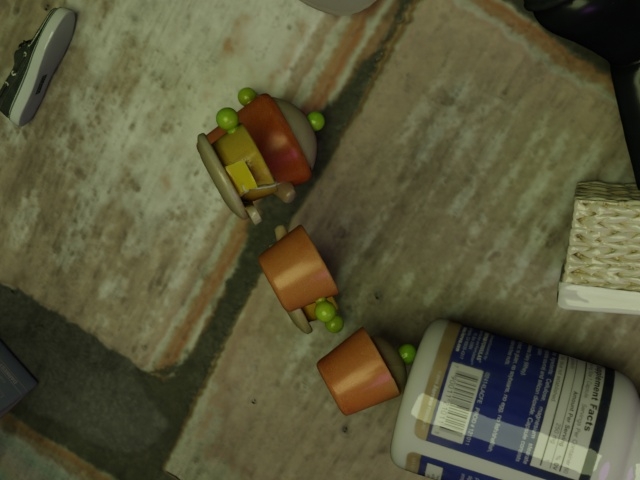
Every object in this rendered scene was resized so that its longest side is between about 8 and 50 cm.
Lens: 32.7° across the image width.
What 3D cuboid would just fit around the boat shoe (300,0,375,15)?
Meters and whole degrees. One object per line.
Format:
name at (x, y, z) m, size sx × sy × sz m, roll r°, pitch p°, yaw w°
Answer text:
boat shoe at (-0.054, -0.369, 0.998) m, size 0.127 × 0.158 × 0.340 m, roll -31°, pitch 123°, yaw 16°

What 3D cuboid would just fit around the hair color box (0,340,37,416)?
hair color box at (-0.473, 0.225, 1.123) m, size 0.185 × 0.374 × 0.113 m, roll -41°, pitch 91°, yaw 21°

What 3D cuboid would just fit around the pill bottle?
pill bottle at (0.211, 0.181, 1.042) m, size 0.264 × 0.153 × 0.153 m, roll 17°, pitch 108°, yaw 11°

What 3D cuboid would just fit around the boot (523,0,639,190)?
boot at (0.269, -0.134, 0.902) m, size 0.094 × 0.246 × 0.207 m, roll -10°, pitch 100°, yaw 40°

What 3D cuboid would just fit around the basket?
basket at (0.303, 0.007, 0.992) m, size 0.167 × 0.113 × 0.103 m, roll 4°, pitch 103°, yaw 14°

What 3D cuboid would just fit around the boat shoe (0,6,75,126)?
boat shoe at (-0.302, -0.186, 1.142) m, size 0.040 × 0.049 × 0.142 m, roll 34°, pitch 113°, yaw 5°

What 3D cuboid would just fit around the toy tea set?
toy tea set at (0.000, 0.000, 1.049) m, size 0.124 × 0.200 × 0.336 m, roll -29°, pitch 109°, yaw -3°
